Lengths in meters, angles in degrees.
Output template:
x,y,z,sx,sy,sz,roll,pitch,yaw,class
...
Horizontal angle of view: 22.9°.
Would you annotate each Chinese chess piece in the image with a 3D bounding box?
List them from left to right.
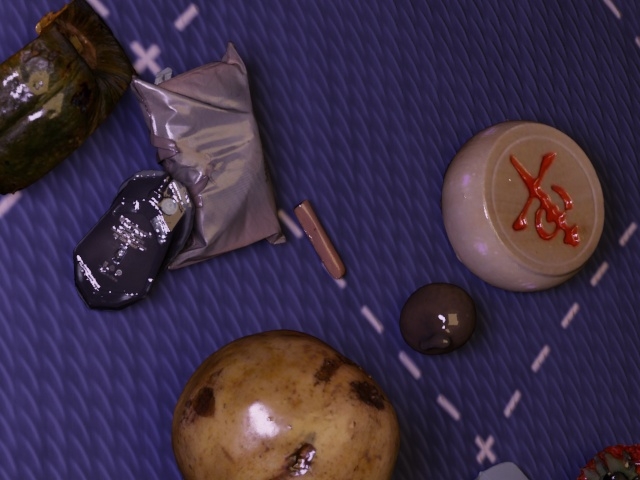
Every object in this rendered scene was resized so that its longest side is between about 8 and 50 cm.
x,y,z,sx,sy,sz,roll,pitch,yaw,class
0.292,-0.050,2.256,0.251,0.097,0.251,8,75,-31,Chinese chess piece

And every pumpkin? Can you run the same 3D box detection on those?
x,y,z,sx,sy,sz,roll,pitch,yaw,class
-0.341,-0.170,1.889,0.139,0.190,0.280,51,16,-13,pumpkin

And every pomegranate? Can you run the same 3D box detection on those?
x,y,z,sx,sy,sz,roll,pitch,yaw,class
-0.042,0.241,1.885,0.281,0.281,0.281,7,76,-31,pomegranate

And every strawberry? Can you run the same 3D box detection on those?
x,y,z,sx,sy,sz,roll,pitch,yaw,class
0.451,0.379,2.271,0.286,0.106,0.188,26,89,-40,strawberry

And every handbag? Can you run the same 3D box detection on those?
x,y,z,sx,sy,sz,roll,pitch,yaw,class
-0.144,-0.097,1.968,0.182,0.117,0.270,-24,108,-36,handbag

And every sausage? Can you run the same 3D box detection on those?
x,y,z,sx,sy,sz,roll,pitch,yaw,class
0.000,0.000,2.104,0.026,0.026,0.116,-36,100,-32,sausage

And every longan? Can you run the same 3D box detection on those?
x,y,z,sx,sy,sz,roll,pitch,yaw,class
0.158,0.111,2.131,0.106,0.106,0.119,43,28,-18,longan

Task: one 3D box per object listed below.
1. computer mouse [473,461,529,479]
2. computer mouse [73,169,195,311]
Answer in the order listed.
x,y,z,sx,sy,sz,roll,pitch,yaw,class
0.283,0.415,2.171,0.128,0.079,0.231,-37,97,-35,computer mouse
-0.226,0.003,1.911,0.106,0.062,0.192,34,95,3,computer mouse
